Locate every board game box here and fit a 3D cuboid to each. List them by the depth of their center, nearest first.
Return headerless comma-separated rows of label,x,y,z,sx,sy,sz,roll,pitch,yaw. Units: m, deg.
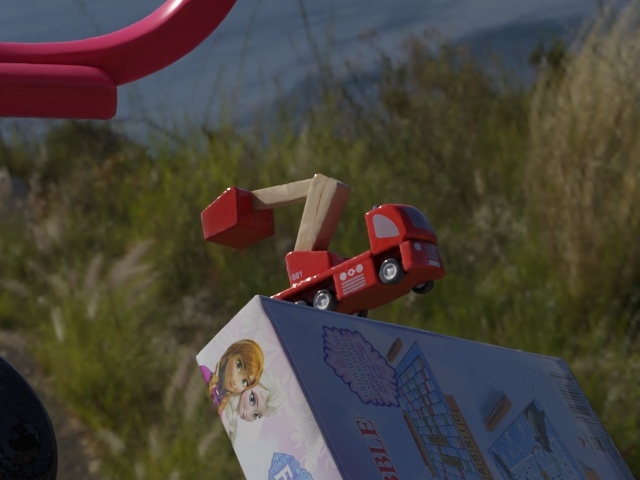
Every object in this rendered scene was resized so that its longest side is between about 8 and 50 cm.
board game box,0.109,0.194,0.881,0.318,0.319,0.066,15,-51,-45

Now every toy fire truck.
toy fire truck,0.000,0.000,1.145,0.192,0.135,0.047,-26,-26,32

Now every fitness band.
fitness band,-0.174,-0.168,0.782,0.290,0.209,0.054,2,31,-19

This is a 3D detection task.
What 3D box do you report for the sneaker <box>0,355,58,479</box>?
sneaker,-0.256,0.225,1.090,0.136,0.314,0.116,-29,-11,34
